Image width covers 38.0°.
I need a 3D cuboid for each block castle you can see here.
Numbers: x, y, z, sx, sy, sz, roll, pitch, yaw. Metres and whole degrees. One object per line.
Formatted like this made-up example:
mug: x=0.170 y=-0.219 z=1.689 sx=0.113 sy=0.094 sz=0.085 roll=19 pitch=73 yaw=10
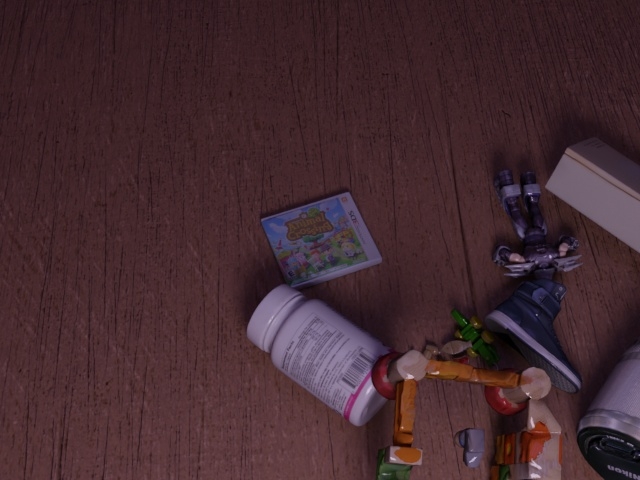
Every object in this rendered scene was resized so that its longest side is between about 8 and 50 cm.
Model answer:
block castle: x=0.227 y=0.422 z=1.580 sx=0.303 sy=0.213 sz=0.453 roll=8 pitch=74 yaw=-5

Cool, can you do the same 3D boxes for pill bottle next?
pill bottle: x=0.007 y=0.213 z=1.786 sx=0.283 sy=0.160 sz=0.160 roll=34 pitch=63 yaw=21

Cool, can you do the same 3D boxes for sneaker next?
sneaker: x=0.461 y=0.177 z=1.834 sx=0.226 sy=0.086 sz=0.163 roll=44 pitch=68 yaw=11

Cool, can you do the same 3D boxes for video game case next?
video game case: x=0.000 y=0.000 z=2.011 sx=0.212 sy=0.023 sz=0.193 roll=-18 pitch=58 yaw=-11

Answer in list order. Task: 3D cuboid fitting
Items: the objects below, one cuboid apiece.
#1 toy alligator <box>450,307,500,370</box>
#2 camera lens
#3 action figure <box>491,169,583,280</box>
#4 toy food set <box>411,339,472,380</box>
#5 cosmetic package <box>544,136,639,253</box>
toy alligator: x=0.328 y=0.211 z=1.854 sx=0.051 sy=0.056 sz=0.190 roll=0 pitch=48 yaw=-54
camera lens: x=0.611 y=0.315 z=1.676 sx=0.219 sy=0.219 sz=0.274 roll=32 pitch=62 yaw=20
action figure: x=0.451 y=-0.015 z=1.978 sx=0.185 sy=0.099 sz=0.285 roll=-3 pitch=60 yaw=-10
toy food set: x=0.243 y=0.240 z=1.840 sx=0.122 sy=0.019 sz=0.078 roll=-7 pitch=60 yaw=14
cosmetic package: x=0.654 y=-0.084 z=1.975 sx=0.309 sy=0.113 sz=0.160 roll=38 pitch=34 yaw=23
